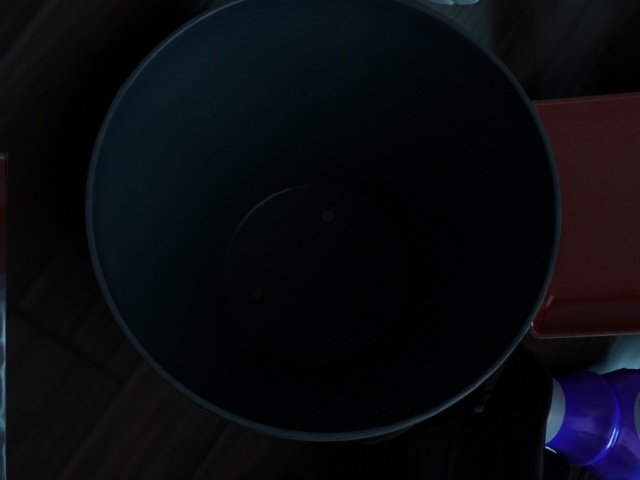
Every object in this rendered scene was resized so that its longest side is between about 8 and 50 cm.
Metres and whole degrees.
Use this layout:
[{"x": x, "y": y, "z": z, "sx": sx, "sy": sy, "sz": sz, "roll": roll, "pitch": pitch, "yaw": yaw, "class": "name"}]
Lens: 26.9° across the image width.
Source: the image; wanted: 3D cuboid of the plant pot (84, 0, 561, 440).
[{"x": 0.000, "y": 0.000, "z": 0.905, "sx": 0.290, "sy": 0.290, "sz": 0.195, "roll": -49, "pitch": 171, "yaw": -12, "class": "plant pot"}]

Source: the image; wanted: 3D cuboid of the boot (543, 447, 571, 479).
[{"x": 0.185, "y": 0.278, "z": 1.276, "sx": 0.137, "sy": 0.077, "sz": 0.198, "roll": -64, "pitch": 166, "yaw": 9, "class": "boot"}]

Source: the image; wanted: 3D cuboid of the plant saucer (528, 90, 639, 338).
[{"x": 0.309, "y": -0.031, "z": 1.205, "sx": 0.048, "sy": 0.258, "sz": 0.259, "roll": -79, "pitch": 162, "yaw": -56, "class": "plant saucer"}]

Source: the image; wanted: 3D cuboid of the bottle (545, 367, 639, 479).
[{"x": 0.317, "y": 0.189, "z": 1.350, "sx": 0.283, "sy": 0.092, "sz": 0.118, "roll": 15, "pitch": 66, "yaw": -29, "class": "bottle"}]

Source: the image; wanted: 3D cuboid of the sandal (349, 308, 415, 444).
[{"x": 0.102, "y": 0.037, "z": 1.102, "sx": 0.303, "sy": 0.120, "sz": 0.086, "roll": -59, "pitch": 150, "yaw": -3, "class": "sandal"}]

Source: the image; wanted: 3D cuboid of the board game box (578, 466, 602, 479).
[{"x": 0.364, "y": 0.268, "z": 1.507, "sx": 0.201, "sy": 0.035, "sz": 0.136, "roll": 17, "pitch": 99, "yaw": -45, "class": "board game box"}]

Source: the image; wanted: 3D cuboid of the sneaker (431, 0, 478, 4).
[{"x": 0.059, "y": -0.256, "z": 0.944, "sx": 0.215, "sy": 0.084, "sz": 0.083, "roll": 41, "pitch": 68, "yaw": -49, "class": "sneaker"}]

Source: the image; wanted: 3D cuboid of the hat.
[{"x": 0.096, "y": 0.226, "z": 1.135, "sx": 0.134, "sy": 0.331, "sz": 0.331, "roll": 9, "pitch": 109, "yaw": -2, "class": "hat"}]

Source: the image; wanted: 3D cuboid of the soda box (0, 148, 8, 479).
[{"x": -0.249, "y": 0.063, "z": 0.813, "sx": 0.092, "sy": 0.083, "sz": 0.263, "roll": -13, "pitch": 118, "yaw": -38, "class": "soda box"}]
